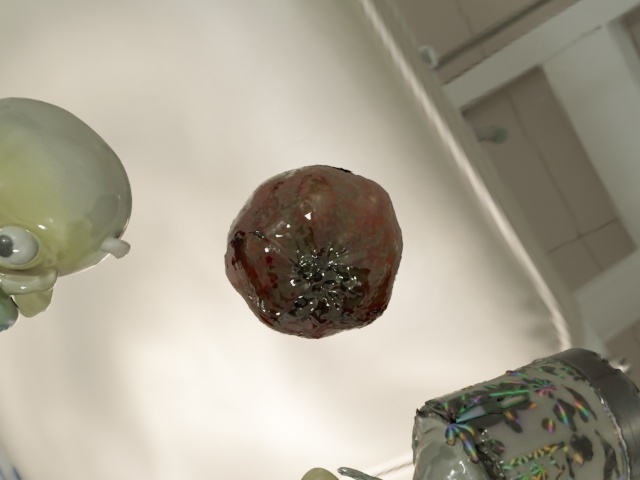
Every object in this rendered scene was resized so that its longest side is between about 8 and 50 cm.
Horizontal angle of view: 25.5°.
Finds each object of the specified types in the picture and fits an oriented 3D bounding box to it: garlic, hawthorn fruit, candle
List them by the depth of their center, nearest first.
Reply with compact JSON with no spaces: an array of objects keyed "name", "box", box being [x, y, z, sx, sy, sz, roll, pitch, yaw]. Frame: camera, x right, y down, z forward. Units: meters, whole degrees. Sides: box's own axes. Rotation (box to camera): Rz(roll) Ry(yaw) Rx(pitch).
[{"name":"hawthorn fruit","box":[0.000,0.000,1.410,0.181,0.235,0.181,2,111,4]},{"name":"candle","box":[0.180,0.230,1.453,0.187,0.330,0.187,36,133,50]},{"name":"garlic","box":[0.002,0.304,1.735,0.053,0.041,0.083,49,162,-31]}]

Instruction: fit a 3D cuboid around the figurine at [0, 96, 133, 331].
[{"name":"figurine","box":[-0.348,0.052,1.422,0.227,0.394,0.274,36,170,22]}]
